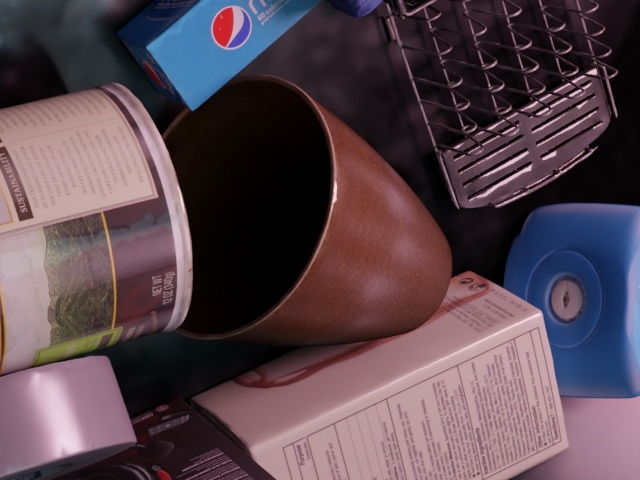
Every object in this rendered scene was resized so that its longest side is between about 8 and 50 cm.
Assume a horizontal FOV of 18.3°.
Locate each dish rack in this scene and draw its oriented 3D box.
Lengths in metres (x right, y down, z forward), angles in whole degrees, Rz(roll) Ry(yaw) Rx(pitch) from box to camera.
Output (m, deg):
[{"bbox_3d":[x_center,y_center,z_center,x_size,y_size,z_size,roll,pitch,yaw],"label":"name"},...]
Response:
[{"bbox_3d":[0.168,-0.162,1.740,0.208,0.074,0.271,-29,118,-17],"label":"dish rack"}]

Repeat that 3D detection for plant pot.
[{"bbox_3d":[0.000,0.000,1.641,0.230,0.215,0.215,21,95,-47],"label":"plant pot"}]

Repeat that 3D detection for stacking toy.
[{"bbox_3d":[0.328,0.060,1.869,0.302,0.166,0.175,4,88,-42],"label":"stacking toy"}]

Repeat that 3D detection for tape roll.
[{"bbox_3d":[-0.255,0.156,1.523,0.219,0.219,0.072,-16,81,-23],"label":"tape roll"}]

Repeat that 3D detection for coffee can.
[{"bbox_3d":[-0.261,0.007,1.484,0.275,0.201,0.201,-16,113,-24],"label":"coffee can"}]

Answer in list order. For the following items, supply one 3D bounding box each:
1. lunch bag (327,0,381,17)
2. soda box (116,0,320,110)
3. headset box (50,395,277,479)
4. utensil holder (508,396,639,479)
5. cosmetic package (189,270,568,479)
[{"bbox_3d":[0.028,-0.227,1.565,0.098,0.067,0.065,-44,121,-8],"label":"lunch bag"},{"bbox_3d":[-0.057,-0.203,1.607,0.210,0.067,0.071,-42,121,-11],"label":"soda box"},{"bbox_3d":[-0.134,0.259,1.580,0.218,0.293,0.110,-24,116,-19],"label":"headset box"},{"bbox_3d":[0.338,0.306,1.799,0.328,0.385,0.327,-10,111,-26],"label":"utensil holder"},{"bbox_3d":[0.054,0.161,1.749,0.296,0.129,0.153,-22,116,-22],"label":"cosmetic package"}]
